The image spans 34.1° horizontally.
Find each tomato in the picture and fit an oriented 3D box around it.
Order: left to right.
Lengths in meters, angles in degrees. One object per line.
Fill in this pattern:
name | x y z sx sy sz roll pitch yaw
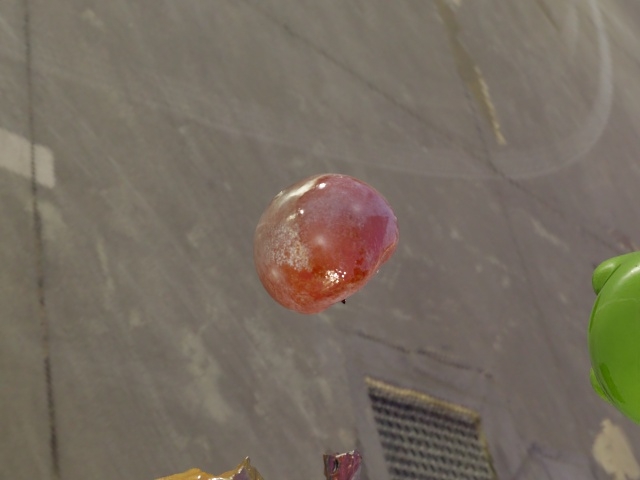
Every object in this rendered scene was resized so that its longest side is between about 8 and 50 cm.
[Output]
tomato | 0.000 0.000 1.866 0.227 0.270 0.270 49 28 -4

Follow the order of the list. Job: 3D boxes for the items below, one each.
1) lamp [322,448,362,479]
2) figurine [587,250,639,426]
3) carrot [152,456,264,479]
lamp | 0.065 0.521 1.927 0.215 0.151 0.223 -81 171 -46
figurine | 0.315 0.078 0.773 0.143 0.263 0.162 -9 99 -40
carrot | -0.145 0.411 1.325 0.340 0.242 0.241 58 27 -10
